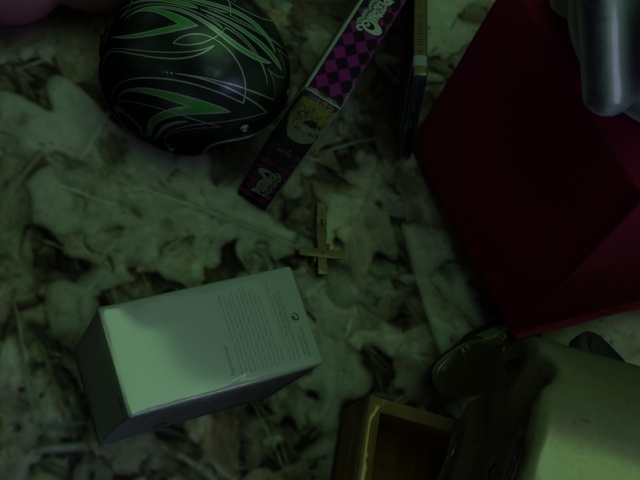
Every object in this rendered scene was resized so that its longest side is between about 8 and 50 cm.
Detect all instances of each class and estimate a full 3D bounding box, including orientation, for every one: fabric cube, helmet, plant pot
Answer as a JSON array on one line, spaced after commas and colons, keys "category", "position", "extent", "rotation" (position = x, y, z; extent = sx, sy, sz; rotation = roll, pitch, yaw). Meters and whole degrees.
[{"category": "fabric cube", "position": [0.292, -0.089, 0.949], "extent": [0.259, 0.254, 0.258], "rotation": [-9, 59, -27]}, {"category": "helmet", "position": [-0.116, -0.167, 0.876], "extent": [0.169, 0.162, 0.169], "rotation": [11, 73, -38]}, {"category": "plant pot", "position": [0.261, 0.230, 0.730], "extent": [0.306, 0.334, 0.333], "rotation": [23, 61, -2]}]

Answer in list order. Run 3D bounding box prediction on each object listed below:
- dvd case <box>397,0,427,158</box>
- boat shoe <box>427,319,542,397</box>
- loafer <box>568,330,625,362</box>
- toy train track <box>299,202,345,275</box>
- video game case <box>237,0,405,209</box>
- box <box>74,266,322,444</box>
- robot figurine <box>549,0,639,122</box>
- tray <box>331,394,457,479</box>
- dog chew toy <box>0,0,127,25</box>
[{"category": "dvd case", "position": [0.099, -0.224, 1.006], "extent": [0.018, 0.164, 0.221], "rotation": [2, 66, 0]}, {"category": "boat shoe", "position": [0.164, 0.120, 0.952], "extent": [0.152, 0.049, 0.056], "rotation": [-18, 95, -33]}, {"category": "loafer", "position": [0.338, 0.231, 0.972], "extent": [0.302, 0.095, 0.109], "rotation": [50, 28, -3]}, {"category": "toy train track", "position": [0.000, 0.000, 0.952], "extent": [0.048, 0.014, 0.083], "rotation": [7, 60, -14]}, {"category": "video game case", "position": [0.013, -0.164, 0.912], "extent": [0.042, 0.210, 0.232], "rotation": [33, 59, -6]}, {"category": "box", "position": [-0.108, 0.099, 0.792], "extent": [0.171, 0.130, 0.091], "rotation": [-11, 74, -28]}, {"category": "robot figurine", "position": [0.343, -0.219, 0.772], "extent": [0.353, 0.300, 0.199], "rotation": [-37, 131, -35]}, {"category": "tray", "position": [0.089, 0.363, 0.801], "extent": [0.203, 0.076, 0.410], "rotation": [19, 61, -15]}, {"category": "dog chew toy", "position": [-0.212, -0.316, 0.890], "extent": [0.332, 0.206, 0.206], "rotation": [-31, 83, -13]}]
